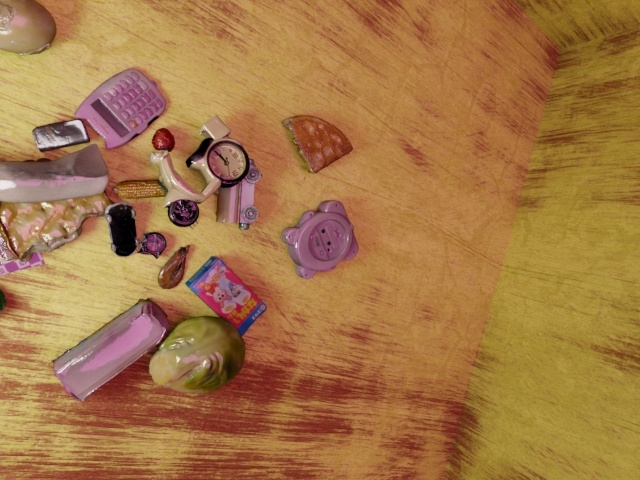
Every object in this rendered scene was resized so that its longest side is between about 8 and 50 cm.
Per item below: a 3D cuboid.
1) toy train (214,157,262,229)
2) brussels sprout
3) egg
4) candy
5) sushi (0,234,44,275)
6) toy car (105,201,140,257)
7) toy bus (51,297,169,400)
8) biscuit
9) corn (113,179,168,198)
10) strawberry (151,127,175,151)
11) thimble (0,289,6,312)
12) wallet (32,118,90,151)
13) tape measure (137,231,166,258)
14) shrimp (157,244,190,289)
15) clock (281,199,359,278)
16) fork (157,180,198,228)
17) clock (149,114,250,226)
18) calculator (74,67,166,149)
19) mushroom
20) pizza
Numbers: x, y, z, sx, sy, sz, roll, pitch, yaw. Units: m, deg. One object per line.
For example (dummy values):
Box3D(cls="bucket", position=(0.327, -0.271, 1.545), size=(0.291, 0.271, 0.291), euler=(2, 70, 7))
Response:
Box3D(cls="toy train", position=(-0.331, -0.187, 1.644), size=(0.176, 0.116, 0.286), euler=(3, 94, -18))
Box3D(cls="brussels sprout", position=(-0.436, 0.436, 1.526), size=(0.344, 0.268, 0.345), euler=(-27, 131, -36))
Box3D(cls="egg", position=(-0.897, -0.635, 1.226), size=(0.201, 0.164, 0.165), euler=(-20, 104, -26))
Box3D(cls="candy", position=(-0.372, 0.222, 1.657), size=(0.157, 0.100, 0.306), euler=(-49, 115, -19))
Box3D(cls="sushi", position=(-0.983, 0.002, 1.308), size=(0.139, 0.031, 0.201), euler=(-18, 104, -28))
Box3D(cls="toy car", position=(-0.692, -0.036, 1.443), size=(0.095, 0.056, 0.205), euler=(-21, 131, -40))
Box3D(cls="toy bus", position=(-0.704, 0.373, 1.436), size=(0.386, 0.162, 0.171), euler=(-39, 112, -23))
Box3D(cls="biscuit", position=(-0.850, -0.098, 1.346), size=(0.334, 0.078, 0.330), euler=(3, 85, -34))
Box3D(cls="corn", position=(-0.626, -0.184, 1.483), size=(0.207, 0.068, 0.068), euler=(-5, 97, -30))
Box3D(cls="strawberry", position=(-0.566, -0.363, 1.499), size=(0.083, 0.083, 0.097), euler=(-6, 66, -30))
Box3D(cls="thimble", position=(-1.037, 0.188, 1.260), size=(0.130, 0.090, 0.118), euler=(38, 78, -27))
Box3D(cls="wallet", position=(-0.840, -0.342, 1.343), size=(0.156, 0.018, 0.082), euler=(-15, 110, -13))
Box3D(cls="tape measure", position=(-0.612, 0.016, 1.519), size=(0.091, 0.054, 0.094), euler=(23, 89, -32))
Box3D(cls="shrimp", position=(-0.550, 0.098, 1.575), size=(0.101, 0.042, 0.190), euler=(41, 73, -49))
Box3D(cls="clock", position=(0.000, 0.000, 1.850), size=(0.322, 0.113, 0.296), euler=(-30, 109, -23))
Box3D(cls="fork", position=(-0.525, -0.126, 1.530), size=(0.039, 0.021, 0.235), euler=(-49, 136, -21))
Box3D(cls="clock", position=(-0.439, -0.252, 1.481), size=(0.379, 0.120, 0.277), euler=(-44, 103, -26))
Box3D(cls="calculator", position=(-0.682, -0.463, 1.442), size=(0.294, 0.043, 0.194), euler=(-49, 115, -21))
Box3D(cls="mushroom", position=(-0.859, -0.189, 1.238), size=(0.396, 0.126, 0.177), euler=(-15, 63, -35))
Box3D(cls="pizza", position=(-0.004, -0.455, 1.819), size=(0.268, 0.087, 0.258), euler=(-33, 106, -25))
